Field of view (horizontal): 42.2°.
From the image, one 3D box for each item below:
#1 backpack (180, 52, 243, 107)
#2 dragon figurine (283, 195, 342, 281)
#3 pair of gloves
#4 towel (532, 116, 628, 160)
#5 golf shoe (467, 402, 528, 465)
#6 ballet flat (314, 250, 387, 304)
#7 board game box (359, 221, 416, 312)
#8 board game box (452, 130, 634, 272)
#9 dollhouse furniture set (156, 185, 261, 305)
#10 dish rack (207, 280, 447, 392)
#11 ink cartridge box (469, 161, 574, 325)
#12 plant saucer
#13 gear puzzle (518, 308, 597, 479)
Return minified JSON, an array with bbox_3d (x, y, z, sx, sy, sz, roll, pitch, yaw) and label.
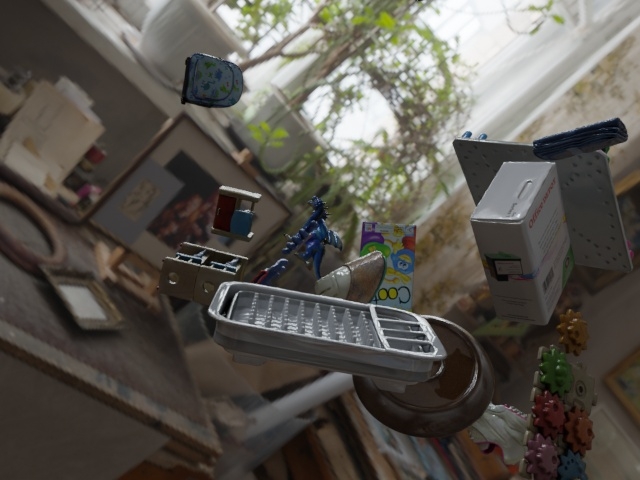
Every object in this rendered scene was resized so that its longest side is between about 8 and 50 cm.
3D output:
[{"bbox_3d":[-0.213,-0.318,1.669,0.114,0.105,0.084,7,3,-23],"label":"backpack"},{"bbox_3d":[0.000,0.000,2.155,0.085,0.144,0.289,49,7,-42],"label":"dragon figurine"},{"bbox_3d":[-0.071,0.037,1.669,0.023,0.198,0.159,44,6,5],"label":"pair of gloves"},{"bbox_3d":[0.356,-0.134,1.134,0.067,0.119,0.029,9,70,-57],"label":"towel"},{"bbox_3d":[0.392,0.444,2.067,0.306,0.140,0.115,26,-2,41],"label":"golf shoe"},{"bbox_3d":[0.021,0.135,1.721,0.106,0.316,0.108,15,36,-26],"label":"ballet flat"},{"bbox_3d":[0.165,0.108,2.120,0.144,0.141,0.276,82,13,-69],"label":"board game box"},{"bbox_3d":[0.549,-0.099,2.028,0.389,0.050,0.390,12,-38,41],"label":"board game box"},{"bbox_3d":[-0.194,0.003,1.456,0.128,0.184,0.129,13,13,3],"label":"dollhouse furniture set"},{"bbox_3d":[0.002,0.140,1.220,0.332,0.073,0.285,11,8,-3],"label":"dish rack"},{"bbox_3d":[0.423,0.003,1.715,0.117,0.201,0.278,5,-47,35],"label":"ink cartridge box"},{"bbox_3d":[0.223,0.276,1.793,0.311,0.310,0.050,57,-21,35],"label":"plant saucer"},{"bbox_3d":[0.449,0.283,1.484,0.175,0.044,0.339,31,61,-27],"label":"gear puzzle"}]
